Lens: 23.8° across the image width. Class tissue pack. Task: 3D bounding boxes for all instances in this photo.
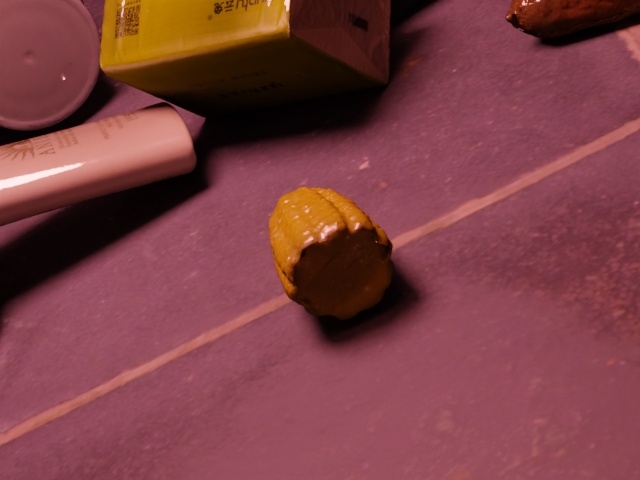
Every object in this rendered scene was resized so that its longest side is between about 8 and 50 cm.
[{"bbox_3d":[-0.083,-0.253,1.748,0.274,0.200,0.167,-5,76,35],"label":"tissue pack"}]

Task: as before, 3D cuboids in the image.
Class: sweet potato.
[{"bbox_3d":[0.326,-0.264,1.586,0.273,0.075,0.075,-8,36,27],"label":"sweet potato"}]

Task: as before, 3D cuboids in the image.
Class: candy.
[{"bbox_3d":[0.000,0.000,1.444,0.106,0.094,0.199,-31,23,-1],"label":"candy"}]

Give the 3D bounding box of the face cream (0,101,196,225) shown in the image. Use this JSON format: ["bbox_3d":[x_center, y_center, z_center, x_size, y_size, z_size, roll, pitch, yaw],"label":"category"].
[{"bbox_3d":[-0.325,-0.075,1.748,0.348,0.081,0.173,-16,19,-11],"label":"face cream"}]

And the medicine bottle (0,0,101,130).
[{"bbox_3d":[-0.441,-0.286,2.103,0.245,0.245,0.306,-35,31,-10],"label":"medicine bottle"}]

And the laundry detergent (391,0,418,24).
[{"bbox_3d":[0.019,-0.378,1.916,0.143,0.094,0.290,-45,48,5],"label":"laundry detergent"}]
